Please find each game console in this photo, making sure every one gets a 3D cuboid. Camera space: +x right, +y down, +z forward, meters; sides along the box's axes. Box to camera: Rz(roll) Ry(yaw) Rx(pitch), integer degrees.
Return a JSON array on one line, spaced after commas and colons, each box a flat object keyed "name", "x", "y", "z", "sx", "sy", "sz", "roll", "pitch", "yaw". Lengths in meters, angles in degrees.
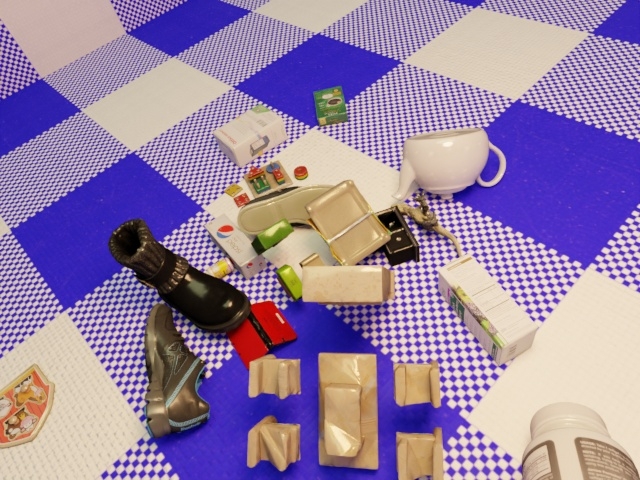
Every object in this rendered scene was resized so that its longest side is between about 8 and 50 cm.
[{"name": "game console", "x": -0.149, "y": 0.235, "z": 1.184, "sx": 0.124, "sy": 0.085, "sz": 0.144, "roll": -8, "pitch": 41, "yaw": -37}]

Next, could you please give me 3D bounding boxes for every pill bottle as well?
[{"name": "pill bottle", "x": 0.417, "y": 0.416, "z": 0.741, "sx": 0.176, "sy": 0.177, "sz": 0.318, "roll": 4, "pitch": 26, "yaw": 16}, {"name": "pill bottle", "x": -0.288, "y": 0.085, "z": 1.322, "sx": 0.083, "sy": 0.043, "sz": 0.043, "roll": -31, "pitch": 51, "yaw": -13}]

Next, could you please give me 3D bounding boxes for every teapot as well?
[{"name": "teapot", "x": 0.362, "y": -0.211, "z": 1.338, "sx": 0.255, "sy": 0.187, "sz": 0.252, "roll": 3, "pitch": 20, "yaw": 37}]

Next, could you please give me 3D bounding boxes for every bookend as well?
[{"name": "bookend", "x": 0.164, "y": 0.004, "z": 1.267, "sx": 0.157, "sy": 0.072, "sz": 0.156, "roll": -18, "pitch": 49, "yaw": -2}]

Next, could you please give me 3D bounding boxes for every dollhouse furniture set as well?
[{"name": "dollhouse furniture set", "x": 0.064, "y": 0.255, "z": 0.988, "sx": 0.361, "sy": 0.256, "sz": 0.395, "roll": -2, "pitch": 84, "yaw": 13}, {"name": "dollhouse furniture set", "x": 0.000, "y": 0.000, "z": 1.236, "sx": 0.301, "sy": 0.151, "sz": 0.198, "roll": -33, "pitch": 90, "yaw": -14}]

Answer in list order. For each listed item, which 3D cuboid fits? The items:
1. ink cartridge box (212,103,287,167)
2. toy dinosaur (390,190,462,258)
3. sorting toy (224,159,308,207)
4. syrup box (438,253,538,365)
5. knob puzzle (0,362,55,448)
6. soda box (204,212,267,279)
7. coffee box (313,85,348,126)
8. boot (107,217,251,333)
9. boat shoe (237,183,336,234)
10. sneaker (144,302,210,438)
[{"name": "ink cartridge box", "x": -0.249, "y": -0.374, "z": 1.668, "sx": 0.212, "sy": 0.093, "sz": 0.154, "roll": -35, "pitch": 51, "yaw": -18}, {"name": "toy dinosaur", "x": 0.288, "y": -0.057, "z": 1.259, "sx": 0.064, "sy": 0.118, "sz": 0.268, "roll": -39, "pitch": 51, "yaw": -7}, {"name": "sorting toy", "x": -0.186, "y": -0.208, "z": 1.544, "sx": 0.274, "sy": 0.046, "sz": 0.132, "roll": -25, "pitch": 49, "yaw": -8}, {"name": "syrup box", "x": 0.373, "y": 0.152, "z": 1.079, "sx": 0.096, "sy": 0.093, "sz": 0.237, "roll": -26, "pitch": 50, "yaw": -9}, {"name": "knob puzzle", "x": -0.748, "y": 0.418, "z": 1.157, "sx": 0.213, "sy": 0.030, "sz": 0.213, "roll": -6, "pitch": 49, "yaw": 7}, {"name": "soda box", "x": -0.246, "y": 0.015, "z": 1.355, "sx": 0.073, "sy": 0.069, "sz": 0.216, "roll": -35, "pitch": 52, "yaw": -17}, {"name": "coffee box", "x": 0.037, "y": -0.497, "z": 1.740, "sx": 0.113, "sy": 0.040, "sz": 0.184, "roll": -12, "pitch": 48, "yaw": 4}, {"name": "boot", "x": -0.354, "y": 0.088, "z": 1.164, "sx": 0.347, "sy": 0.260, "sz": 0.131, "roll": 13, "pitch": 55, "yaw": 33}, {"name": "boat shoe", "x": -0.075, "y": -0.102, "z": 1.386, "sx": 0.339, "sy": 0.127, "sz": 0.113, "roll": -17, "pitch": 23, "yaw": -2}, {"name": "sneaker", "x": -0.348, "y": 0.299, "z": 1.129, "sx": 0.139, "sy": 0.125, "sz": 0.341, "roll": -5, "pitch": 49, "yaw": -19}]
